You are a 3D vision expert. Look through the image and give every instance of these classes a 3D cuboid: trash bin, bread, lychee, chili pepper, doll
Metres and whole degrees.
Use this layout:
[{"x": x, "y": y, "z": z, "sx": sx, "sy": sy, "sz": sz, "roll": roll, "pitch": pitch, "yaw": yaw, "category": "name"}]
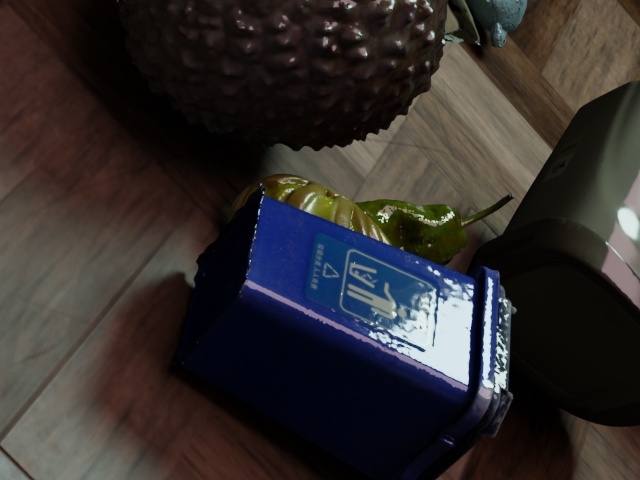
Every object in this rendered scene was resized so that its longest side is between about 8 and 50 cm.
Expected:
[{"x": 0.284, "y": 0.005, "z": 1.475, "sx": 0.219, "sy": 0.220, "sz": 0.250, "roll": 38, "pitch": 62, "yaw": -16, "category": "trash bin"}, {"x": 0.014, "y": 0.082, "z": 1.226, "sx": 0.234, "sy": 0.184, "sz": 0.162, "roll": 27, "pitch": 41, "yaw": -17, "category": "trash bin"}, {"x": 0.000, "y": 0.000, "z": 1.312, "sx": 0.157, "sy": 0.083, "sz": 0.094, "roll": 30, "pitch": 4, "yaw": -9, "category": "bread"}, {"x": -0.029, "y": -0.204, "z": 1.322, "sx": 0.300, "sy": 0.300, "sz": 0.300, "roll": 30, "pitch": 41, "yaw": -31, "category": "lychee"}, {"x": 0.083, "y": -0.002, "z": 1.446, "sx": 0.204, "sy": 0.073, "sz": 0.072, "roll": 0, "pitch": 79, "yaw": -37, "category": "chili pepper"}, {"x": 0.200, "y": -0.293, "z": 1.839, "sx": 0.180, "sy": 0.075, "sz": 0.120, "roll": -69, "pitch": 150, "yaw": -73, "category": "doll"}]

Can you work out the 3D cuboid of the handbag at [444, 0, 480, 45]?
[{"x": 0.054, "y": -0.296, "z": 1.617, "sx": 0.270, "sy": 0.117, "sz": 0.182, "roll": 54, "pitch": 31, "yaw": 13, "category": "handbag"}]
